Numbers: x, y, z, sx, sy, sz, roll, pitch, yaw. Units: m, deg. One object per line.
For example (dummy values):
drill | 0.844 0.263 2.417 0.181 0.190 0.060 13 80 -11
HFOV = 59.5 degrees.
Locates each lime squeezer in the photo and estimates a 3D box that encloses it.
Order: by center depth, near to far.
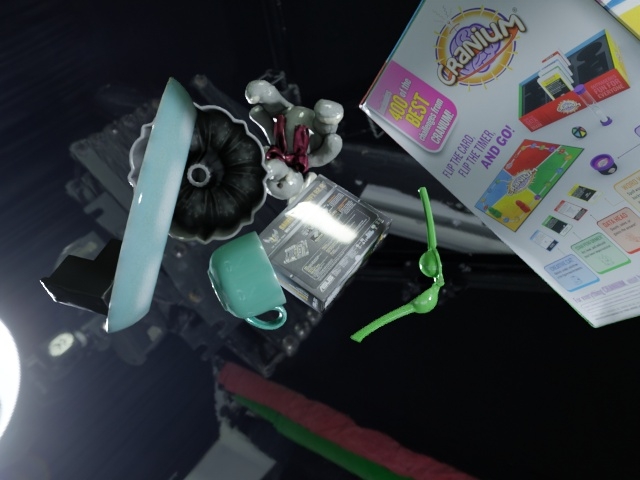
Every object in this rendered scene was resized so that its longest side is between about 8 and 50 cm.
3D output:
lime squeezer | 0.170 0.058 1.002 0.109 0.311 0.059 21 -15 21

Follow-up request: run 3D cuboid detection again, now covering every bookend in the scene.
bookend | -0.461 0.064 1.168 0.157 0.156 0.072 11 -40 17

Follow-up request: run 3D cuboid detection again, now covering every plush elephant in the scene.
plush elephant | -0.088 -0.228 1.500 0.271 0.256 0.330 22 -9 13

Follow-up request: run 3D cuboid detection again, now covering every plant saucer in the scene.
plant saucer | -0.202 -0.039 0.694 0.043 0.318 0.318 15 -35 -15

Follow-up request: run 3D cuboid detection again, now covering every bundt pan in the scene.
bundt pan | -0.282 -0.165 1.349 0.330 0.124 0.331 0 -75 -1

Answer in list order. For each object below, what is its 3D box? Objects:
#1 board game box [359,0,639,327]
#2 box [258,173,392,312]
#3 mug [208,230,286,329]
board game box | 0.200 -0.082 0.449 0.316 0.064 0.242 44 -25 2
box | 0.000 0.000 1.087 0.183 0.231 0.056 33 -28 17
mug | -0.120 0.074 0.921 0.129 0.097 0.158 96 -30 -76
